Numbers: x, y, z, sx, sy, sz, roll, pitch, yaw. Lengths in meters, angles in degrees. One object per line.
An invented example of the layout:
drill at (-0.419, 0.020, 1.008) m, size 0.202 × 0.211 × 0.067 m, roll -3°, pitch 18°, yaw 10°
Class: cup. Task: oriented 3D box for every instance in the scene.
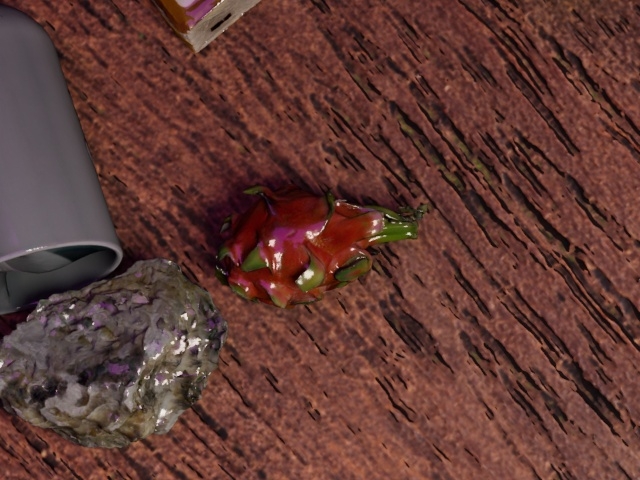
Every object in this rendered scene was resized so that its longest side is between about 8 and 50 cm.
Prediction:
cup at (-0.354, -0.092, 1.882) m, size 0.205 × 0.205 × 0.312 m, roll -19°, pitch 75°, yaw 4°

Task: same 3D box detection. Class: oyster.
oyster at (-0.232, 0.130, 1.865) m, size 0.267 × 0.112 × 0.198 m, roll -38°, pitch 75°, yaw 2°

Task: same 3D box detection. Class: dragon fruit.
dragon fruit at (-0.002, -0.002, 1.846) m, size 0.236 × 0.137 × 0.135 m, roll -13°, pitch 85°, yaw 14°

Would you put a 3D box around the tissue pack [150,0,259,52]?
tissue pack at (-0.149, -0.359, 1.969) m, size 0.183 × 0.092 × 0.226 m, roll -40°, pitch 74°, yaw -2°
